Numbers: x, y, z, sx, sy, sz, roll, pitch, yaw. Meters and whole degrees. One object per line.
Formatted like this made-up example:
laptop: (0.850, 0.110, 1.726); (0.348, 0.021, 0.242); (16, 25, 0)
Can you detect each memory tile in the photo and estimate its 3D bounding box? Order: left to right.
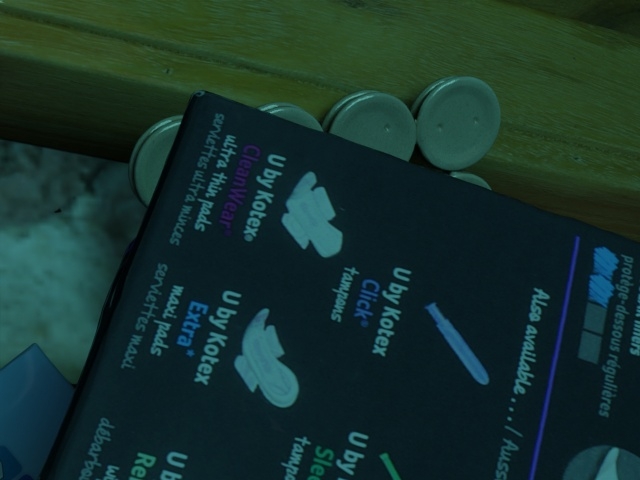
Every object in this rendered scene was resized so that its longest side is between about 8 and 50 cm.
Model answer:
memory tile: (0.000, 0.000, 0.592); (0.148, 0.012, 0.113); (-11, 113, -24)

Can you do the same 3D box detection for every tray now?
tray: (0.012, -0.123, 0.660); (0.411, 0.076, 0.202); (10, 67, -30)

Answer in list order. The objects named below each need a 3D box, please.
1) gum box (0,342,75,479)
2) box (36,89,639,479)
gum box: (-0.092, 0.150, 0.499); (0.184, 0.041, 0.157); (51, 52, 0)
box: (0.059, 0.097, 0.446); (0.270, 0.165, 0.143); (19, 56, -2)
